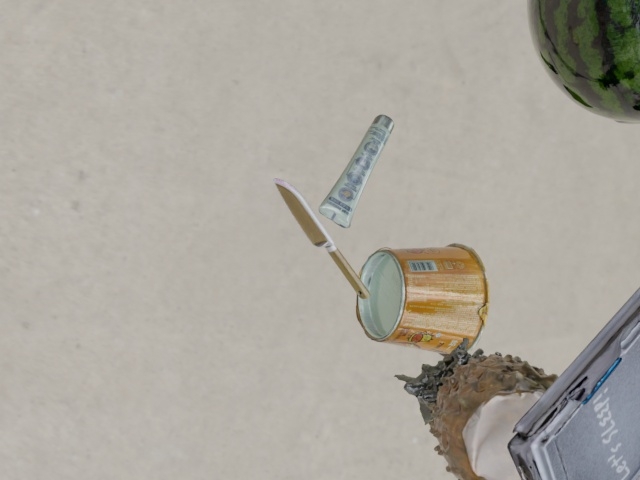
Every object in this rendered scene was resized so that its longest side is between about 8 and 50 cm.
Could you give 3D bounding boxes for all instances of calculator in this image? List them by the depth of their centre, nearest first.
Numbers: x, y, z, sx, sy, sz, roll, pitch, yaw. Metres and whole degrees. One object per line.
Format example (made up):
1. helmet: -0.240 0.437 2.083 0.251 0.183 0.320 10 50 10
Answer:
1. calculator: 0.261 0.129 0.938 0.274 0.028 0.165 -41 127 -25

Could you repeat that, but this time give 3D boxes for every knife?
1. knife: -0.001 0.001 1.837 0.256 0.046 0.022 54 54 -19

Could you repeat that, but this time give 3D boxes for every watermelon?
1. watermelon: 0.391 -0.284 1.362 0.285 0.285 0.285 -12 108 -41

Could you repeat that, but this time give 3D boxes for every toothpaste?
1. toothpaste: 0.068 -0.123 1.952 0.062 0.039 0.239 32 58 -6

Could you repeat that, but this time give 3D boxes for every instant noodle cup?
1. instant noodle cup: 0.175 0.104 2.041 0.172 0.216 0.215 5 96 -29

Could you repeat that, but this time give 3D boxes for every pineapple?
1. pineapple: 0.187 0.188 1.319 0.169 0.340 0.169 -1 97 -6

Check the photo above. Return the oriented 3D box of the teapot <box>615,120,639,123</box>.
1. teapot: 0.456 -0.211 1.628 0.096 0.177 0.087 -9 94 -25
